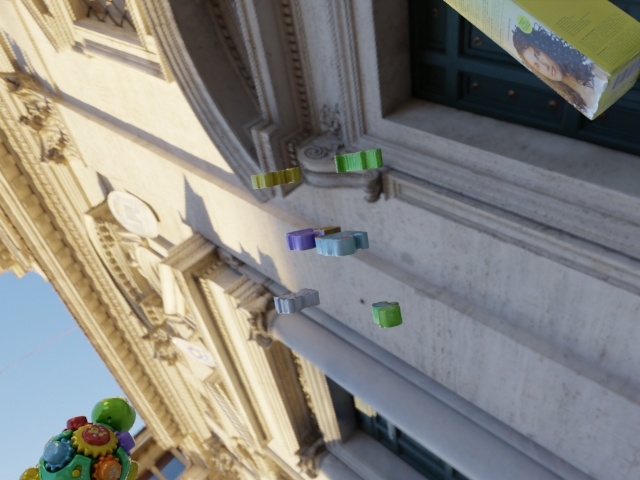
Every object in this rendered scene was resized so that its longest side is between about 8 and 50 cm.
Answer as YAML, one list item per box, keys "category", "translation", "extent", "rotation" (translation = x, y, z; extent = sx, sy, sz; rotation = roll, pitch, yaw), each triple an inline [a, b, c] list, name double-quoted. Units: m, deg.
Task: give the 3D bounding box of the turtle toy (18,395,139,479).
- category: "turtle toy"
  translation: [-0.217, 0.200, 0.537]
  extent: [0.130, 0.095, 0.066]
  rotation: [-92, 24, -75]

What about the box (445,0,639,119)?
- category: "box"
  translation: [0.206, -0.226, 0.553]
  extent: [0.058, 0.232, 0.087]
  rotation: [-39, -24, 0]

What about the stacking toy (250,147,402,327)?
- category: "stacking toy"
  translation: [0.000, 0.000, 0.593]
  extent: [0.052, 0.221, 0.167]
  rotation: [-14, -82, -30]
